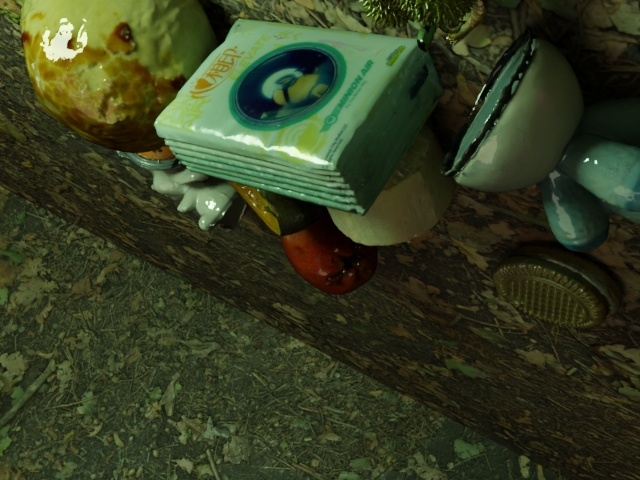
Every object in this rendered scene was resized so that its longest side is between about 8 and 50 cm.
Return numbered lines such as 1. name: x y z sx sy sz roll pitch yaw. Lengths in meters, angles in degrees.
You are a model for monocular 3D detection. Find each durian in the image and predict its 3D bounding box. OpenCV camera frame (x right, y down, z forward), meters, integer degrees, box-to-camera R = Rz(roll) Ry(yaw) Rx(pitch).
1. durian: 0.128 -0.342 0.973 0.198 0.146 0.159 18 175 -24

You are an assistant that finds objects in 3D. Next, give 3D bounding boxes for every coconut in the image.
1. coconut: 0.112 -0.110 1.400 0.239 0.239 0.244 15 154 35

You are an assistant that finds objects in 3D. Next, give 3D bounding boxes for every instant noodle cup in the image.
1. instant noodle cup: -0.376 -0.268 1.815 0.177 0.208 0.125 51 153 26

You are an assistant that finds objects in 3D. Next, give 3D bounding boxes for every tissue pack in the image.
1. tissue pack: -0.039 -0.215 1.281 0.388 0.287 0.162 17 151 34

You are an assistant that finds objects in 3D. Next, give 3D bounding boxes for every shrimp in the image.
1. shrimp: 0.186 -0.323 1.102 0.083 0.023 0.114 34 154 -2

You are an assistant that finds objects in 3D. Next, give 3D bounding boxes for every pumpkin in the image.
1. pumpkin: -0.120 -0.160 1.608 0.317 0.139 0.221 51 168 21

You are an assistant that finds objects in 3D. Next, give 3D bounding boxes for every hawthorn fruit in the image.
1. hawthorn fruit: 0.000 0.000 1.867 0.299 0.211 0.211 29 162 38

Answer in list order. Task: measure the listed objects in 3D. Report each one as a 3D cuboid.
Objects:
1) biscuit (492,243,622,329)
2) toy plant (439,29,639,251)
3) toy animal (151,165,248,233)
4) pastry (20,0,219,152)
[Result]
1. biscuit: 0.482 0.099 1.589 0.259 0.079 0.259 26 159 11
2. toy plant: 0.364 -0.114 1.077 0.332 0.247 0.247 28 160 -3
3. toy animal: -0.299 -0.146 1.936 0.289 0.174 0.249 32 -175 -10
4. pastry: -0.374 -0.331 1.442 0.389 0.312 0.388 30 158 13
